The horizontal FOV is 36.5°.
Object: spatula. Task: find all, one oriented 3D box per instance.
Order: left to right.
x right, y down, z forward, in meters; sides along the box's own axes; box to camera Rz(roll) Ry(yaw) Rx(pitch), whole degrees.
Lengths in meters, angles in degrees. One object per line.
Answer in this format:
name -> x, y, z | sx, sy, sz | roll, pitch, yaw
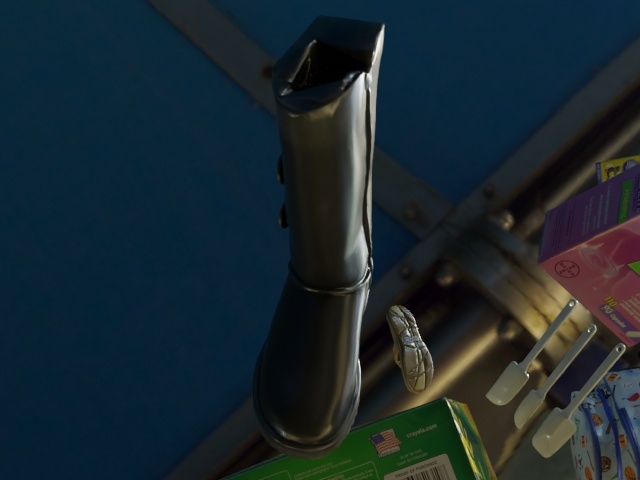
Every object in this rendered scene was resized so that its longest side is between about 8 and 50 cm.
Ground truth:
spatula -> 0.410, 0.235, 1.673 | 0.019, 0.168, 0.242 | 20, -68, -45

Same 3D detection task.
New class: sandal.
sandal -> 0.165, 0.212, 1.862 | 0.072, 0.180, 0.049 | 0, -32, -33

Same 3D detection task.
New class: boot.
boot -> 0.000, -0.001, 1.201 | 0.146, 0.367, 0.445 | 7, -46, 2

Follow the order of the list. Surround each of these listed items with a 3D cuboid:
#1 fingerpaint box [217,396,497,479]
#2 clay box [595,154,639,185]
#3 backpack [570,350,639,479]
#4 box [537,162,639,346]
fingerpaint box -> 0.034, 0.390, 1.503 | 0.445, 0.163, 0.371 | -22, -15, 9
clay box -> 0.663, -0.112, 1.935 | 0.053, 0.222, 0.127 | -6, -93, -38
backpack -> 0.558, 0.378, 1.714 | 0.213, 0.263, 0.276 | -15, -65, -2
box -> 0.475, 0.012, 1.373 | 0.213, 0.117, 0.243 | 40, -46, -19
